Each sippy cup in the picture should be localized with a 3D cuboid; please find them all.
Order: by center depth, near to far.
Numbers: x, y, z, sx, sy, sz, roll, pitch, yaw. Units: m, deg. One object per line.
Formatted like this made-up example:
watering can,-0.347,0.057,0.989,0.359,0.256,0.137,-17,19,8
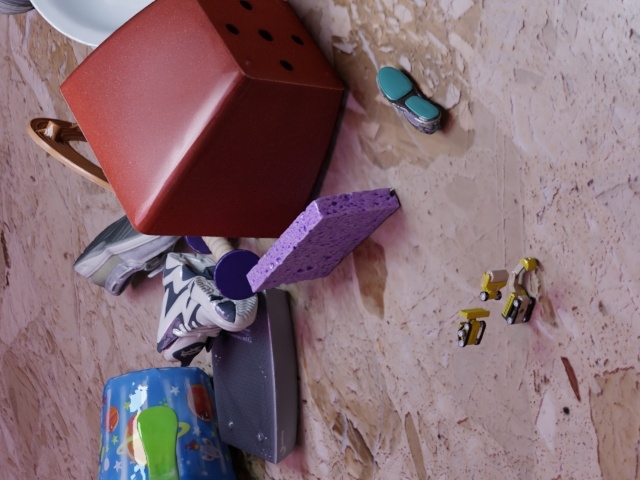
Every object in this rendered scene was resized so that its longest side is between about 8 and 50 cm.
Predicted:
sippy cup,-0.243,0.316,2.055,0.305,0.240,0.224,-24,68,46

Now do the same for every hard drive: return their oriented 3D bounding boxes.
hard drive,-0.097,0.182,1.934,0.172,0.054,0.254,9,105,55

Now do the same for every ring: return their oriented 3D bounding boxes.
ring,-0.245,-0.100,1.848,0.336,0.337,0.032,38,105,44

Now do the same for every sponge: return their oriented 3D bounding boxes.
sponge,0.000,0.000,1.686,0.210,0.117,0.031,-45,61,51

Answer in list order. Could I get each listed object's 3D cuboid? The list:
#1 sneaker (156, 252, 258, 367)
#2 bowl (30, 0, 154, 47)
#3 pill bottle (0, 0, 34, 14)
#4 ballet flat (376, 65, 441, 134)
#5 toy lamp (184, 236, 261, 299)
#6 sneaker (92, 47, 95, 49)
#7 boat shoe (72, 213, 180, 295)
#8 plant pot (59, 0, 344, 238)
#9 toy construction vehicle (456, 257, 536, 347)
sneaker,-0.165,0.121,1.879,0.235,0.094,0.153,29,114,52
bowl,-0.273,-0.422,1.883,0.298,0.134,0.298,4,103,16
pill bottle,-0.444,-0.493,2.113,0.361,0.204,0.204,-7,93,56
ballet flat,0.102,-0.160,1.565,0.114,0.041,0.041,49,136,38
toy lamp,-0.141,0.005,1.876,0.275,0.080,0.080,-137,45,-66
sneaker,-0.319,-0.342,2.092,0.229,0.087,0.092,27,128,57
boat shoe,-0.292,0.016,2.137,0.103,0.118,0.320,44,145,-15
plant pot,-0.129,-0.179,1.716,0.236,0.267,0.267,-50,57,32
toy construction vehicle,0.191,0.065,1.457,0.035,0.086,0.098,50,138,45
